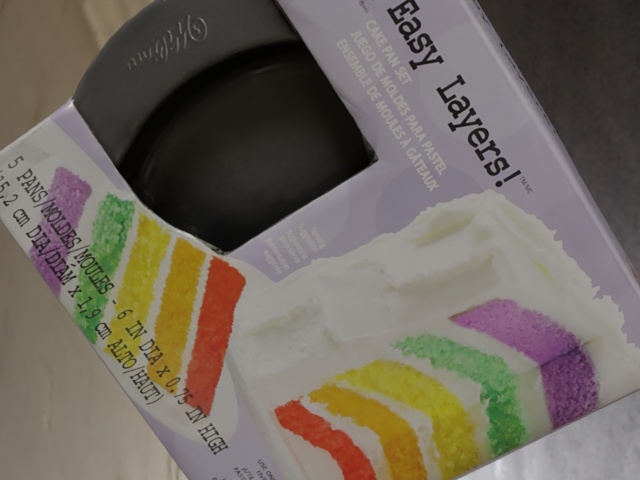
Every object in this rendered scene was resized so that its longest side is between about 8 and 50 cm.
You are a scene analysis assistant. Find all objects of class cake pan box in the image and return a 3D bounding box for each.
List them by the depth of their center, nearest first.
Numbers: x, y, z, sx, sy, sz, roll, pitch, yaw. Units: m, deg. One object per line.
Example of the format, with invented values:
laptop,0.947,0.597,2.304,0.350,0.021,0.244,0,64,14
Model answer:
cake pan box,0.000,0.000,0.451,0.267,0.246,0.070,58,-165,-9
